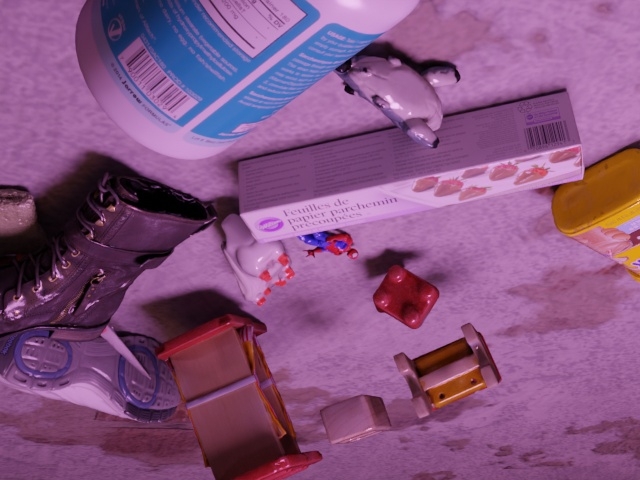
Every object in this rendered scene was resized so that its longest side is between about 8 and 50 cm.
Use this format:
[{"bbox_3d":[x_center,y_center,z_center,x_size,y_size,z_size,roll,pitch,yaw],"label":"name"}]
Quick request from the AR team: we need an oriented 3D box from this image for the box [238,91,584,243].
[{"bbox_3d":[0.083,-0.067,0.889,0.324,0.067,0.063,-12,150,11],"label":"box"}]

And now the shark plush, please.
[{"bbox_3d":[0.045,-0.124,0.798,0.161,0.073,0.067,10,178,-33],"label":"shark plush"}]

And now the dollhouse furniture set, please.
[{"bbox_3d":[0.011,0.157,1.140,0.374,0.201,0.152,-24,164,8],"label":"dollhouse furniture set"}]

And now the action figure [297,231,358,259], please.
[{"bbox_3d":[0.000,0.000,1.034,0.115,0.030,0.038,19,138,-39],"label":"action figure"}]

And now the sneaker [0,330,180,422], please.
[{"bbox_3d":[-0.316,0.171,1.240,0.129,0.111,0.297,-11,151,44],"label":"sneaker"}]

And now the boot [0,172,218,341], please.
[{"bbox_3d":[-0.259,0.009,0.927,0.263,0.091,0.229,5,140,-47],"label":"boot"}]

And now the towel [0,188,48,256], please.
[{"bbox_3d":[-0.359,-0.018,0.948,0.148,0.027,0.110,-1,150,-6],"label":"towel"}]

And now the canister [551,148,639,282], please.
[{"bbox_3d":[0.344,-0.024,0.995,0.170,0.073,0.126,23,140,-37],"label":"canister"}]

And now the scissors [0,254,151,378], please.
[{"bbox_3d":[-0.266,0.093,1.115,0.109,0.021,0.297,-20,135,26],"label":"scissors"}]

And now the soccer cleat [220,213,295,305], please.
[{"bbox_3d":[-0.072,0.019,1.031,0.068,0.076,0.196,-41,171,-12],"label":"soccer cleat"}]

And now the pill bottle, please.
[{"bbox_3d":[-0.032,-0.170,0.605,0.146,0.146,0.264,23,141,-39],"label":"pill bottle"}]
